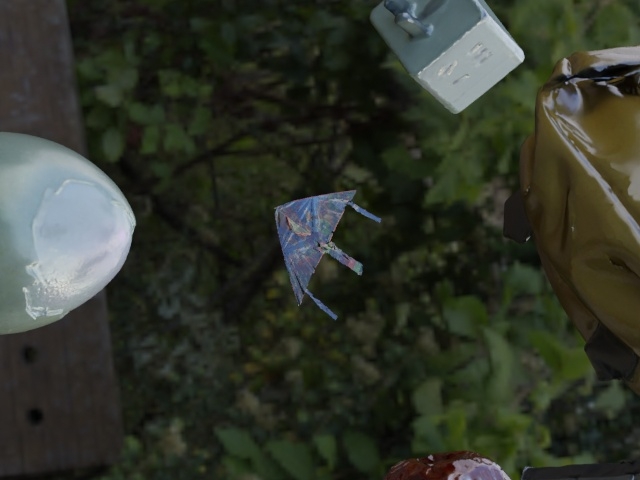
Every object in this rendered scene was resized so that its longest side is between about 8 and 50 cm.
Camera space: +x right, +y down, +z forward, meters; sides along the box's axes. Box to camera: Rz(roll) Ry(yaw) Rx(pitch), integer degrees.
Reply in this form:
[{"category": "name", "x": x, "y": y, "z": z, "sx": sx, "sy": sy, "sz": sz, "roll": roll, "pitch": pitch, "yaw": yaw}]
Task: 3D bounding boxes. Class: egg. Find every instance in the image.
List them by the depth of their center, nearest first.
[{"category": "egg", "x": -0.422, "y": -0.010, "z": 1.861, "sx": 0.278, "sy": 0.336, "sz": 0.278, "roll": -1, "pitch": 90, "yaw": -82}]

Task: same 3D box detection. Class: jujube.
[{"category": "jujube", "x": 0.167, "y": 0.395, "z": 1.786, "sx": 0.213, "sy": 0.212, "sz": 0.232, "roll": 13, "pitch": 68, "yaw": -86}]

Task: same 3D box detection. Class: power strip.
[{"category": "power strip", "x": 0.167, "y": -0.299, "z": 1.925, "sx": 0.224, "sy": 0.140, "sz": 0.139, "roll": 30, "pitch": 25, "yaw": -58}]

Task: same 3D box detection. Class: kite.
[{"category": "kite", "x": 0.000, "y": 0.000, "z": 1.799, "sx": 0.010, "sy": 0.160, "sz": 0.183, "roll": -8, "pitch": -129, "yaw": 56}]

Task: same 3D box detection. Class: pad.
[{"category": "pad", "x": 0.361, "y": 0.377, "z": 1.892, "sx": 0.022, "sy": 0.233, "sz": 0.174, "roll": 50, "pitch": 44, "yaw": -29}]

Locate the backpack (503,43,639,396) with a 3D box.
[{"category": "backpack", "x": 0.350, "y": -0.021, "z": 1.079, "sx": 0.201, "sy": 0.378, "sz": 0.354, "roll": 94, "pitch": -20, "yaw": -54}]
